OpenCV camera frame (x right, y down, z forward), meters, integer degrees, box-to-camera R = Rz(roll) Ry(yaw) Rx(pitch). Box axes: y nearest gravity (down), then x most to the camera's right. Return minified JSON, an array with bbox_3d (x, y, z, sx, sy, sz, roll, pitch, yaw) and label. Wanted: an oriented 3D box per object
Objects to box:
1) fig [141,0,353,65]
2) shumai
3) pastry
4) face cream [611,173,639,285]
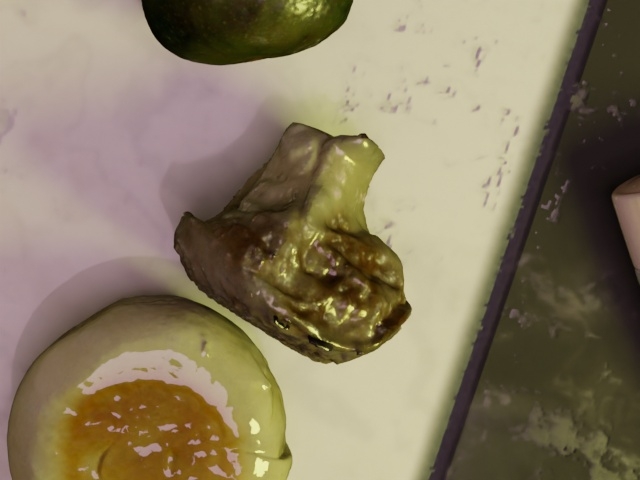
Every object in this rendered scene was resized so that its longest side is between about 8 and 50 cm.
[{"bbox_3d":[-0.035,-0.178,0.988,0.117,0.117,0.177,2,80,-8],"label":"fig"},{"bbox_3d":[-0.003,-0.002,1.013,0.145,0.145,0.116,34,86,-13],"label":"shumai"},{"bbox_3d":[-0.092,0.106,1.039,0.156,0.092,0.156,-1,99,-6],"label":"pastry"},{"bbox_3d":[0.236,0.047,1.088,0.084,0.057,0.198,-24,105,-3],"label":"face cream"}]
